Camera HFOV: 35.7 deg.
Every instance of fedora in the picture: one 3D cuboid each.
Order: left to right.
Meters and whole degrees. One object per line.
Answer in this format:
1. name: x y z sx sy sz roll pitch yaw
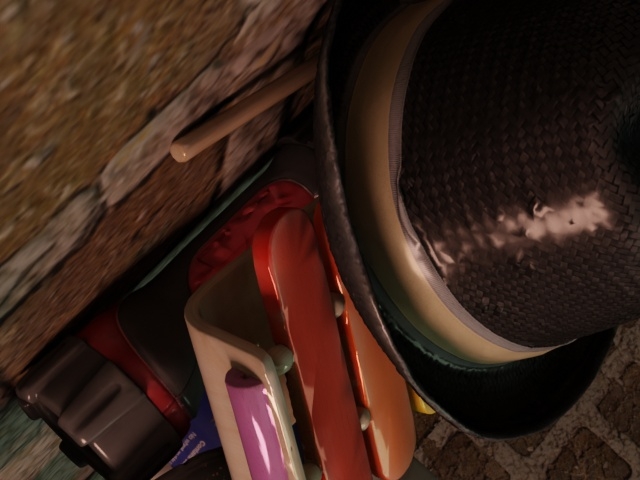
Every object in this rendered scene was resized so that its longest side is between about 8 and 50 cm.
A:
1. fedora: 0.149 -0.048 0.541 0.153 0.334 0.334 -10 -156 41

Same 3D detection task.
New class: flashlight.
1. flashlight: -0.053 0.023 0.646 0.304 0.103 0.103 -45 172 -23

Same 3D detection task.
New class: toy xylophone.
1. toy xylophone: 0.026 0.009 0.573 0.322 0.081 0.236 -48 132 -40

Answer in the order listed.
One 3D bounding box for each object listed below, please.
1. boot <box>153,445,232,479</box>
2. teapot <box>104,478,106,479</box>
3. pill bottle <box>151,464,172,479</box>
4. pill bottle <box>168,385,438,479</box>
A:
1. boot: -0.126 0.288 0.548 0.338 0.222 0.118 -33 170 2
2. teapot: -0.271 0.428 1.210 0.253 0.256 0.187 -25 146 -43
3. pill bottle: -0.052 0.213 1.253 0.407 0.229 0.229 -57 -178 -40
4. pill bottle: -0.041 0.157 0.822 0.153 0.265 0.153 -48 176 -5
